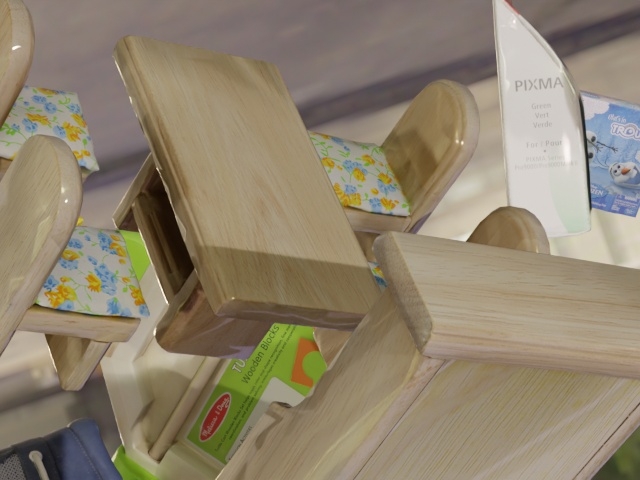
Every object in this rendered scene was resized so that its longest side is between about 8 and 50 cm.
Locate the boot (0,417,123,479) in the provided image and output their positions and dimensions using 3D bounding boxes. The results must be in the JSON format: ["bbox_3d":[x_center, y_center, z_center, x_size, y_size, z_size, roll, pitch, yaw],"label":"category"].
[{"bbox_3d":[-0.118,0.187,1.020,0.086,0.190,0.069,-22,170,-22],"label":"boot"}]

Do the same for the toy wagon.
[{"bbox_3d":[-0.055,0.086,1.429,0.267,0.344,0.068,-59,170,21],"label":"toy wagon"}]

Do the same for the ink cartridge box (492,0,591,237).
[{"bbox_3d":[0.140,-0.117,1.241,0.056,0.224,0.181,-2,-177,9],"label":"ink cartridge box"}]

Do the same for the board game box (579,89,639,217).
[{"bbox_3d":[0.224,-0.070,1.565,0.090,0.090,0.020,12,-158,-13],"label":"board game box"}]

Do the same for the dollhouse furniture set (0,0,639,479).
[{"bbox_3d":[0.000,0.000,0.692,0.212,0.242,0.161,8,132,-34],"label":"dollhouse furniture set"}]
